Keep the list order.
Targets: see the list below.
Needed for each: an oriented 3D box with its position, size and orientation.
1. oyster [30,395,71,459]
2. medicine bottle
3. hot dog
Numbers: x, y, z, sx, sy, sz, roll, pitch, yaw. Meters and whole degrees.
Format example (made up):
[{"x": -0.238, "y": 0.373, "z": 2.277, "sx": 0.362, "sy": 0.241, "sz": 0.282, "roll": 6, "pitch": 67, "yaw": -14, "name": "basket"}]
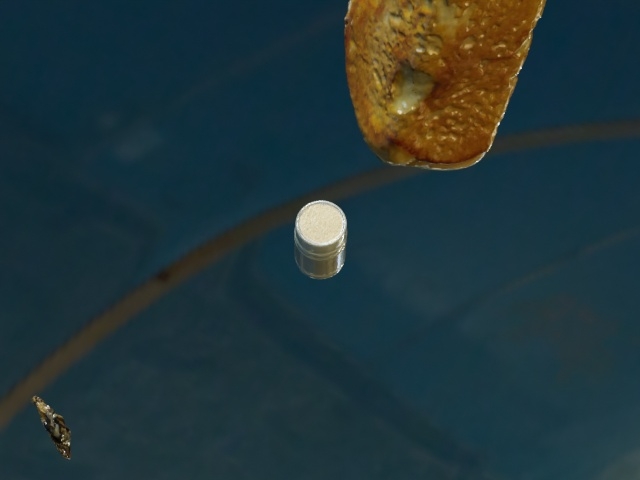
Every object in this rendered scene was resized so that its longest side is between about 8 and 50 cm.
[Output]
[{"x": -0.259, "y": 0.177, "z": 1.842, "sx": 0.019, "sy": 0.054, "sz": 0.083, "roll": -31, "pitch": -48, "yaw": -1, "name": "oyster"}, {"x": 0.000, "y": 0.000, "z": 2.097, "sx": 0.058, "sy": 0.058, "sz": 0.091, "roll": -53, "pitch": -13, "yaw": -20, "name": "medicine bottle"}, {"x": 0.109, "y": -0.198, "z": 1.698, "sx": 0.150, "sy": 0.153, "sz": 0.257, "roll": 1, "pitch": -54, "yaw": -26, "name": "hot dog"}]
